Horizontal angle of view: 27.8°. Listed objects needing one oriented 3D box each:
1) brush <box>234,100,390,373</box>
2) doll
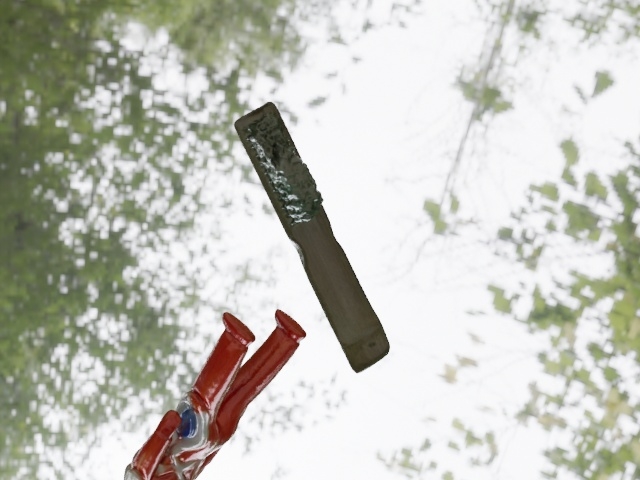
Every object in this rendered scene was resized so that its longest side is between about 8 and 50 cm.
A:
[{"bbox_3d":[0.000,0.000,0.845,0.034,0.190,0.027,-30,-165,-21],"label":"brush"},{"bbox_3d":[-0.162,0.246,1.540,0.099,0.384,0.188,38,-168,22],"label":"doll"}]
